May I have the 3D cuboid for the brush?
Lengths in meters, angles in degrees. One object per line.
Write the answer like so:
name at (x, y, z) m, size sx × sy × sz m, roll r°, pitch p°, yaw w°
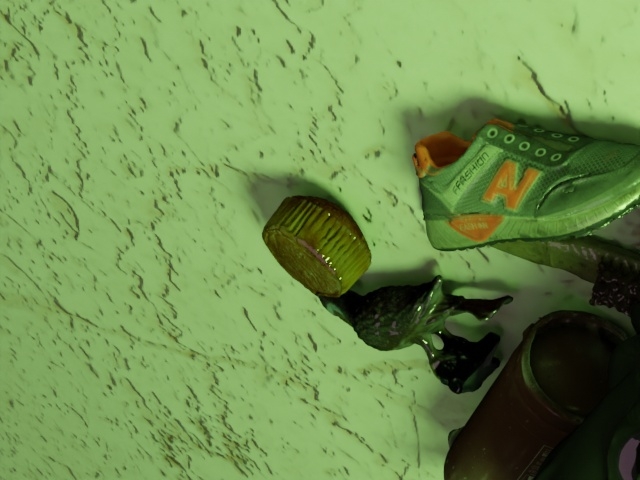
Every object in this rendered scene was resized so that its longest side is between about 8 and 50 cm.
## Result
brush at (0.175, 0.016, 1.306) m, size 0.248 × 0.036 × 0.043 m, roll 21°, pitch 135°, yaw 24°

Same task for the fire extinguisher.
fire extinguisher at (0.150, 0.155, 1.437) m, size 0.105 × 0.105 × 0.269 m, roll 34°, pitch 148°, yaw 6°

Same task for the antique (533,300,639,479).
antique at (0.269, 0.173, 1.229) m, size 0.255 × 0.185 × 0.322 m, roll 29°, pitch 126°, yaw -11°

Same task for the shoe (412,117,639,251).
shoe at (0.136, -0.045, 1.238) m, size 0.194 × 0.074 × 0.077 m, roll -10°, pitch 111°, yaw 45°

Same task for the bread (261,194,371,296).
bread at (0.000, 0.000, 1.432) m, size 0.085 × 0.053 × 0.085 m, roll 34°, pitch 158°, yaw 16°

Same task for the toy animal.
toy animal at (0.064, 0.059, 1.453) m, size 0.202 × 0.070 × 0.105 m, roll 17°, pitch 133°, yaw 38°
